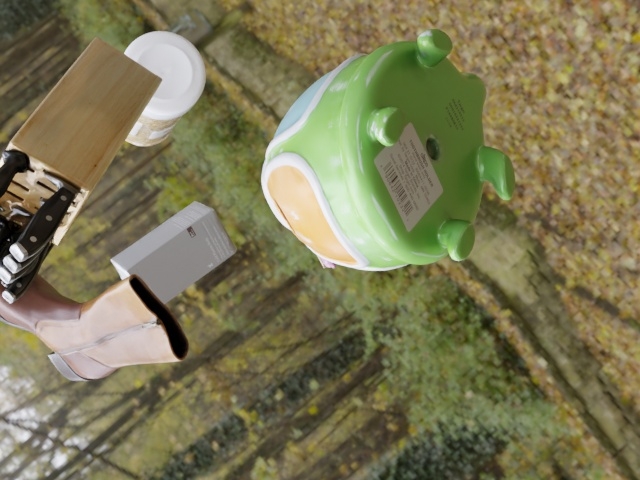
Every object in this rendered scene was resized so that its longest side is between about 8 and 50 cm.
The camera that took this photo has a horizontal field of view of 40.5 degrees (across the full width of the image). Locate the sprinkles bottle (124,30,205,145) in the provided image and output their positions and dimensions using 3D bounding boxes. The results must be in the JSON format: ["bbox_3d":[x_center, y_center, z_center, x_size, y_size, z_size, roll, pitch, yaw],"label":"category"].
[{"bbox_3d":[-0.268,-0.231,1.381,0.121,0.121,0.355,51,167,-10],"label":"sprinkles bottle"}]

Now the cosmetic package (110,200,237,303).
[{"bbox_3d":[-0.321,0.034,1.904,0.107,0.238,0.127,20,144,51],"label":"cosmetic package"}]

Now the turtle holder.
[{"bbox_3d":[0.067,-0.116,0.992,0.227,0.320,0.243,-10,146,41],"label":"turtle holder"}]

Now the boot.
[{"bbox_3d":[-0.359,0.099,1.286,0.280,0.096,0.264,-18,109,43],"label":"boot"}]

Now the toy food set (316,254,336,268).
[{"bbox_3d":[0.000,0.000,1.122,0.078,0.019,0.122,61,175,8],"label":"toy food set"}]

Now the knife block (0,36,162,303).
[{"bbox_3d":[-0.257,-0.079,0.854,0.088,0.275,0.242,33,175,-15],"label":"knife block"}]
